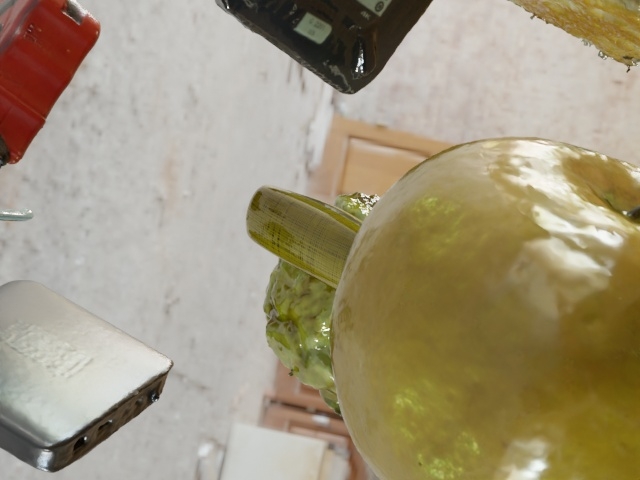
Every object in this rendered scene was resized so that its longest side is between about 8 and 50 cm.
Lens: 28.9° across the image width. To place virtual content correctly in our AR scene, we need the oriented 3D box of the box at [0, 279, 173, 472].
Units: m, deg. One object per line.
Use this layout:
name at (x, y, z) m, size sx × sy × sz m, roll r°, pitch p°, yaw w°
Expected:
box at (-0.376, 0.168, 1.642) m, size 0.290 × 0.289 × 0.073 m, roll -36°, pitch 150°, yaw -59°

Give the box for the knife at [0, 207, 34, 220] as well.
knife at (-0.497, -0.041, 1.885) m, size 0.015 × 0.028 × 0.210 m, roll -43°, pitch 167°, yaw 14°

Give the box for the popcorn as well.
popcorn at (0.067, 0.096, 1.528) m, size 0.247 × 0.282 × 0.282 m, roll -39°, pitch 164°, yaw -2°

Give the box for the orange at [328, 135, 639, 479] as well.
orange at (0.138, 0.066, 0.761) m, size 0.235 × 0.279 × 0.279 m, roll -64°, pitch 176°, yaw 23°

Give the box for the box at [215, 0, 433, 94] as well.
box at (0.047, -0.406, 1.746) m, size 0.359 × 0.091 × 0.350 m, roll 27°, pitch 100°, yaw -48°

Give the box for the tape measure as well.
tape measure at (-0.424, -0.228, 1.663) m, size 0.114 × 0.260 × 0.253 m, roll 38°, pitch 78°, yaw -32°

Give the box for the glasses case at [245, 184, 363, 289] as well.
glasses case at (0.000, 0.000, 1.375) m, size 0.064 × 0.234 × 0.079 m, roll 2°, pitch 109°, yaw -44°

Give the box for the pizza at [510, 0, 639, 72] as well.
pizza at (0.294, -0.244, 1.254) m, size 0.089 × 0.223 × 0.323 m, roll -62°, pitch -155°, yaw 5°
